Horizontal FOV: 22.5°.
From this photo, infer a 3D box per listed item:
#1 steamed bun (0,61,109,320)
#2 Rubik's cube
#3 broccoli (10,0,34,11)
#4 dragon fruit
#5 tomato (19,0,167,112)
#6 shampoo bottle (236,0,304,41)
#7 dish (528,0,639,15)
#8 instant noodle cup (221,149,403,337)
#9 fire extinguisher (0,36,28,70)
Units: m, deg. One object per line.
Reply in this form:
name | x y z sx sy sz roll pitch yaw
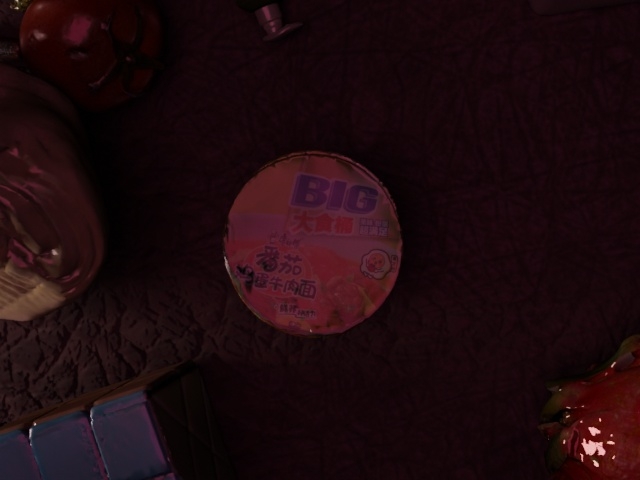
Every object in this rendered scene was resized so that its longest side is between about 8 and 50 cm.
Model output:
steamed bun | -0.396 -0.080 1.803 0.339 0.352 0.247 36 64 -23
Rubik's cube | -0.232 0.285 1.826 0.225 0.221 0.231 -19 91 10
broccoli | -0.356 -0.335 1.857 0.130 0.120 0.131 47 138 30
dragon fruit | 0.379 0.224 1.720 0.303 0.237 0.231 1 73 20
tomato | -0.261 -0.226 1.835 0.167 0.167 0.167 1 94 10
shampoo bottle | -0.082 -0.325 1.838 0.065 0.065 0.204 -21 90 10
dish | 0.324 -0.335 1.761 0.212 0.077 0.151 -7 93 10
instant noodle cup | 0.000 0.000 1.803 0.205 0.153 0.205 1 94 8
fire extinguisher | -0.371 -0.217 1.910 0.100 0.032 0.046 10 85 15
